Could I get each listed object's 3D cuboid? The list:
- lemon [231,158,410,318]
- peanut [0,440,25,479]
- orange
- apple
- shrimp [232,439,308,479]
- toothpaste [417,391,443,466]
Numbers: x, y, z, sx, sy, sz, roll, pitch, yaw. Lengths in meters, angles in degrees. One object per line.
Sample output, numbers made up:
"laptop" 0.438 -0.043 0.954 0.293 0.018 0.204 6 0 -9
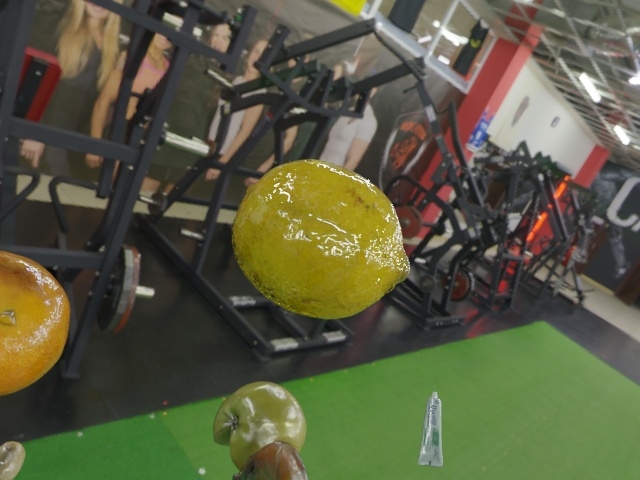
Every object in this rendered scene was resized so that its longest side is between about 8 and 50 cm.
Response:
"lemon" 0.000 0.000 0.875 0.310 0.258 0.258 25 15 10
"peanut" -0.930 0.688 1.497 0.085 0.228 0.104 19 -29 2
"orange" -0.592 0.149 0.948 0.261 0.261 0.261 25 16 -8
"apple" -0.196 0.599 1.677 0.254 0.292 0.292 34 6 -47
"shrimp" -0.062 0.323 0.642 0.052 0.251 0.144 -3 70 -22
"toothpaste" 0.302 0.505 1.419 0.064 0.041 0.218 1 40 15
